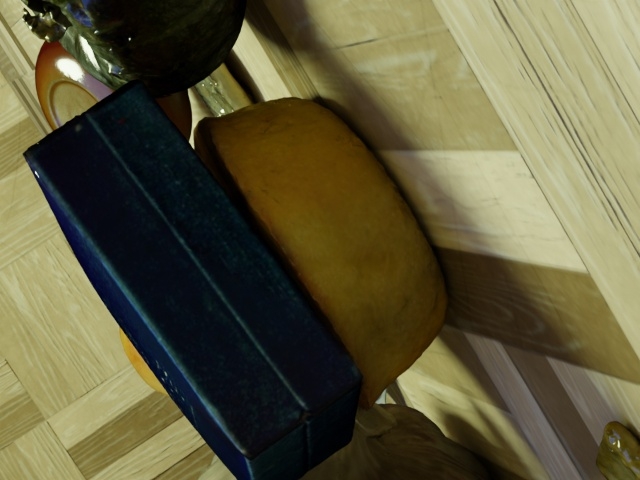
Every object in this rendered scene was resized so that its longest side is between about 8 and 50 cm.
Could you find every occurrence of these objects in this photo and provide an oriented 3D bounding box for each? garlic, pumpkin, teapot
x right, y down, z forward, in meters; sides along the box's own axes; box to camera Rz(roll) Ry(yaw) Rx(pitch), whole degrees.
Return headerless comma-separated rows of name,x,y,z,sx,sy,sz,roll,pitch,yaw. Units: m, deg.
garlic,0.029,0.266,1.410,0.322,0.322,0.241,53,144,16
pumpkin,-0.161,-0.214,1.189,0.238,0.159,0.238,49,163,20
teapot,-0.200,-0.141,1.601,0.178,0.135,0.252,51,147,4

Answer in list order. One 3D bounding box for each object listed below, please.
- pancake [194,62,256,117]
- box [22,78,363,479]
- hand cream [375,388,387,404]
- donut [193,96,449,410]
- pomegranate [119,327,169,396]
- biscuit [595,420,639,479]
pancake,-0.097,-0.149,1.447,0.158,0.028,0.158,55,172,12
box,-0.092,0.052,1.217,0.279,0.116,0.261,52,168,13
hand cream,0.027,0.099,1.575,0.084,0.050,0.257,50,174,36
donut,-0.001,0.000,1.243,0.277,0.108,0.277,53,169,15
pomegranate,-0.122,0.085,1.757,0.209,0.209,0.209,53,168,16
biscuit,0.212,0.162,1.034,0.083,0.018,0.081,50,167,25
